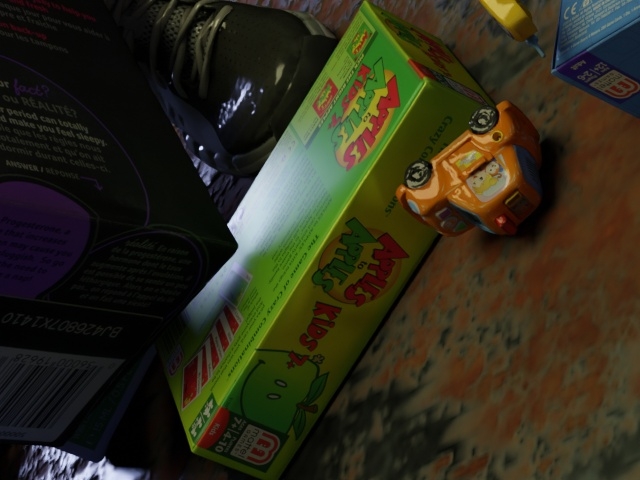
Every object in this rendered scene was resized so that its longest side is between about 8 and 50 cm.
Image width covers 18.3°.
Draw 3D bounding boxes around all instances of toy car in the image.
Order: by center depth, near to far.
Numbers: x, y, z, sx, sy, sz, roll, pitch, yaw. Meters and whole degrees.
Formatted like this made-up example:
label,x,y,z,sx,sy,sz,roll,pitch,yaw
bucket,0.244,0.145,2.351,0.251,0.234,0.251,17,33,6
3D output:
label,x,y,z,sx,sy,sz,roll,pitch,yaw
toy car,0.054,-0.039,0.702,0.060,0.122,0.040,-30,57,-6

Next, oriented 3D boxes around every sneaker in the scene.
label,x,y,z,sx,sy,sz,roll,pitch,yaw
sneaker,-0.089,-0.097,0.980,0.086,0.132,0.229,-66,25,-2

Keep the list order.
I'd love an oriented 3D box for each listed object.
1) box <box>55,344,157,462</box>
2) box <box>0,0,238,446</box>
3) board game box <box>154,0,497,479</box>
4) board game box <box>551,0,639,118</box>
label,x,y,z,sx,sy,sz,roll,pitch,yaw
box,-0.135,0.038,1.002,0.101,0.087,0.102,-61,25,9
box,-0.183,-0.058,0.876,0.143,0.165,0.270,-47,54,25
board game box,0.000,0.000,0.827,0.181,0.043,0.092,-58,27,16
board game box,0.154,-0.164,0.672,0.160,0.047,0.210,-29,44,52
